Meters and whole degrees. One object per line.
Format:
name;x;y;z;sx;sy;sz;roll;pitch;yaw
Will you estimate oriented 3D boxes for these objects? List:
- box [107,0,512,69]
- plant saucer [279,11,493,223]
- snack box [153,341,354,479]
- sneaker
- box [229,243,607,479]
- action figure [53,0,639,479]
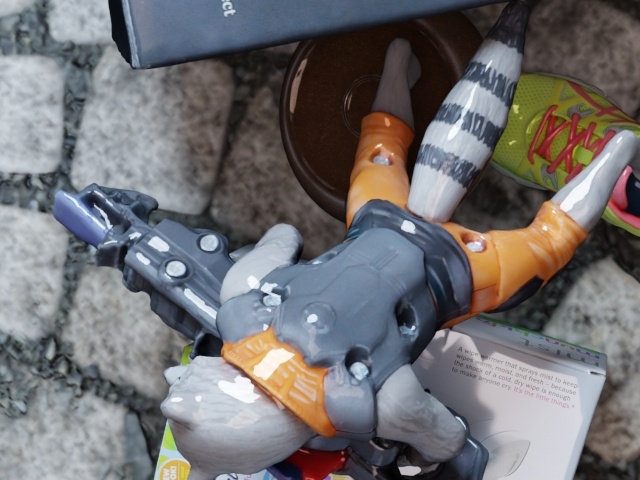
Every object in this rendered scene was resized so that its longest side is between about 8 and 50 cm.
box;0.045;-0.289;1.202;0.395;0.212;0.293;-11;102;-6
plant saucer;0.040;-0.089;1.348;0.168;0.029;0.168;0;90;27
snack box;-0.027;0.129;1.267;0.141;0.037;0.100;14;94;9
sneaker;0.188;-0.055;1.322;0.208;0.094;0.081;24;98;8
box;0.035;0.149;1.341;0.262;0.127;0.231;17;95;7
action figure;0.000;0.000;1.192;0.341;0.178;0.330;31;62;14
